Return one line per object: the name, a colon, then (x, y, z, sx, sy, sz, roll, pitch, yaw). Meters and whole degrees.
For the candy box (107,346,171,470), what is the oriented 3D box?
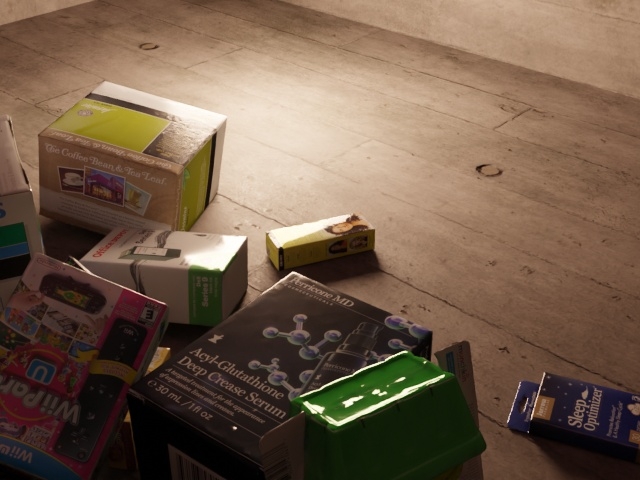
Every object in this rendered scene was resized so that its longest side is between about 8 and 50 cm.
candy box: (-0.299, 0.274, 1.454, 0.053, 0.109, 0.187, 6, 32, 7)

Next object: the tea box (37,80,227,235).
tea box: (-0.429, -0.176, 2.028, 0.329, 0.220, 0.323, 17, 34, 8)

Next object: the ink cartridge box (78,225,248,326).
ink cartridge box: (-0.307, 0.068, 1.743, 0.289, 0.122, 0.211, 4, 20, 7)

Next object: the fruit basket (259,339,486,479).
fruit basket: (0.079, 0.335, 1.137, 0.327, 0.353, 0.165, -20, 28, -27)

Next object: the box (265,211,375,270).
box: (0.000, 0.000, 1.942, 0.232, 0.058, 0.087, -13, 34, -19)

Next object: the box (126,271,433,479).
box: (-0.049, 0.264, 1.373, 0.293, 0.212, 0.395, 21, 37, 31)

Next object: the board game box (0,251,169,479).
board game box: (-0.388, 0.201, 1.309, 0.224, 0.097, 0.303, 22, 66, -3)

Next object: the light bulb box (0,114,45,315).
light bulb box: (-0.646, 0.004, 1.653, 0.225, 0.361, 0.358, -13, 34, -19)

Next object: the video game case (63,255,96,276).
video game case: (-0.432, 0.177, 1.509, 0.210, 0.042, 0.232, 35, 82, 20)

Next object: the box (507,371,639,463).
box: (0.442, 0.294, 1.490, 0.225, 0.037, 0.136, 11, 33, 19)

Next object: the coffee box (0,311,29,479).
coffee box: (-0.469, 0.251, 1.397, 0.141, 0.098, 0.247, 7, 65, 14)
